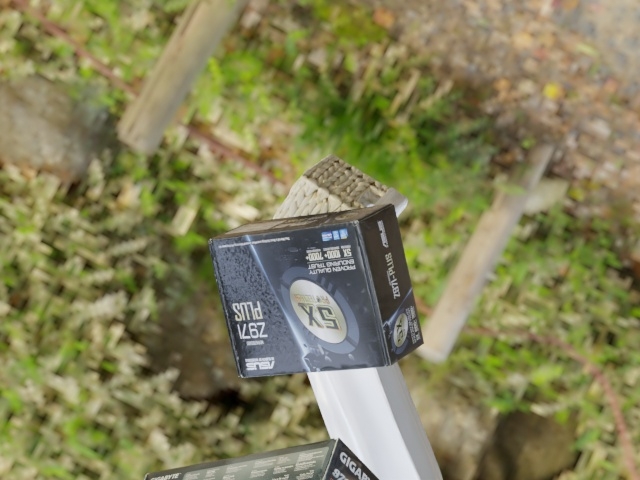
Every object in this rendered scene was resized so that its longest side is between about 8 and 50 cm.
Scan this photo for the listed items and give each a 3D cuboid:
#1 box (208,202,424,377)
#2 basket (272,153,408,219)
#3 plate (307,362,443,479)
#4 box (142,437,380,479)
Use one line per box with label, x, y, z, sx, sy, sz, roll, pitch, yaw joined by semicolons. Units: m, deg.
box;-0.006;0.051;1.590;0.180;0.147;0.077;-6;-169;32
basket;0.000;0.000;1.760;0.103;0.167;0.113;37;-154;7
plate;0.069;0.226;1.908;0.277;0.045;0.278;137;113;-71
box;-0.028;0.254;1.381;0.220;0.051;0.175;-16;129;36
